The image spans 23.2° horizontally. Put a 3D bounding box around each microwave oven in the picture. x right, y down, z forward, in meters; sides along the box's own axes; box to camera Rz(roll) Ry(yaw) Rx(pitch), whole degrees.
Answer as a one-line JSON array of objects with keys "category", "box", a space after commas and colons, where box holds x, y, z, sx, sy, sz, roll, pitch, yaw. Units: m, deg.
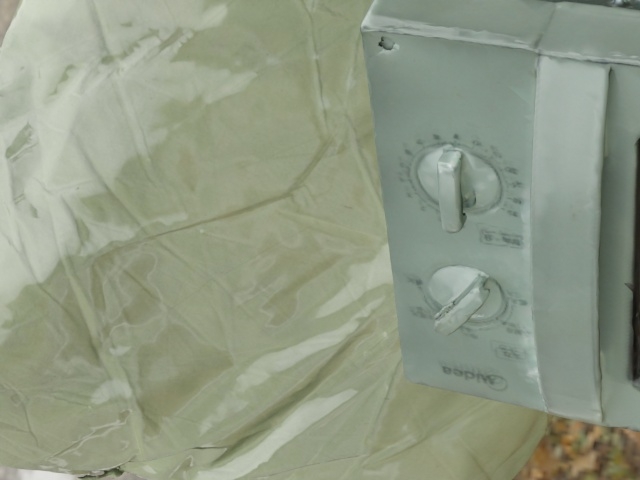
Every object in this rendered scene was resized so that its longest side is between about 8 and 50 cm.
[{"category": "microwave oven", "box": [0.132, -0.037, 0.359, 0.208, 0.122, 0.162, 11, 48, 20]}]

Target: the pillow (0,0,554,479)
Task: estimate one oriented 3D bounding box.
[{"category": "pillow", "box": [0.002, -0.001, 0.583, 0.274, 0.280, 0.076, -63, 27, 23]}]
